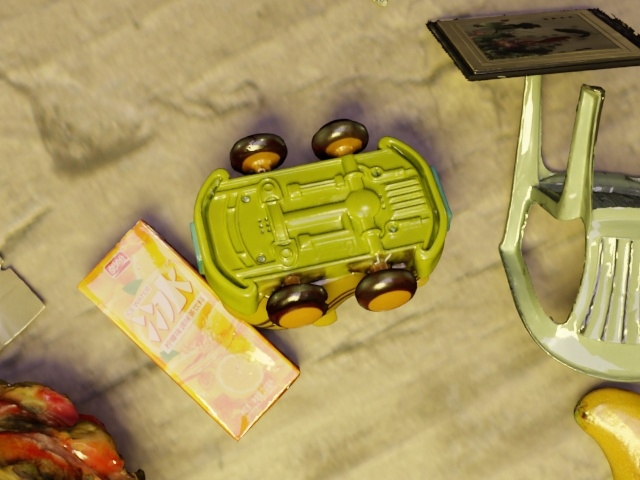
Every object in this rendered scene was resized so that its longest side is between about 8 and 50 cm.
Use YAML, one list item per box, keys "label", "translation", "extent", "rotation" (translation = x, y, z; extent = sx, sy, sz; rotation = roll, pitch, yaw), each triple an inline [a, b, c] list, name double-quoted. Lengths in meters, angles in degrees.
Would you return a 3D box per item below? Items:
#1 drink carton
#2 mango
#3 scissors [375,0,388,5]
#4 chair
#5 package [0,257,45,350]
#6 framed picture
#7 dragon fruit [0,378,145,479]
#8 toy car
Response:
- label: "drink carton"
  translation: [-0.130, 0.090, 1.000]
  extent: [0.223, 0.071, 0.096]
  rotation: [44, 85, 3]
- label: "mango"
  translation: [0.338, 0.227, 1.002]
  extent: [0.098, 0.075, 0.190]
  rotation: [-33, 79, -11]
- label: "scissors"
  translation: [0.007, -0.314, 1.072]
  extent: [0.176, 0.022, 0.085]
  rotation: [41, 81, 6]
- label: "chair"
  translation: [0.293, -0.028, 0.976]
  extent: [0.203, 0.190, 0.275]
  rotation: [2, 112, -1]
- label: "package"
  translation: [-0.440, 0.080, 1.002]
  extent: [0.251, 0.062, 0.204]
  rotation: [-41, 86, -19]
- label: "framed picture"
  translation: [0.218, -0.203, 0.995]
  extent: [0.195, 0.199, 0.010]
  rotation: [-5, 118, -4]
- label: "dragon fruit"
  translation: [-0.314, 0.255, 0.894]
  extent: [0.296, 0.263, 0.314]
  rotation: [15, 120, -27]
- label: "toy car"
  translation: [0.000, 0.000, 0.978]
  extent: [0.247, 0.142, 0.200]
  rotation: [-9, 60, -5]
